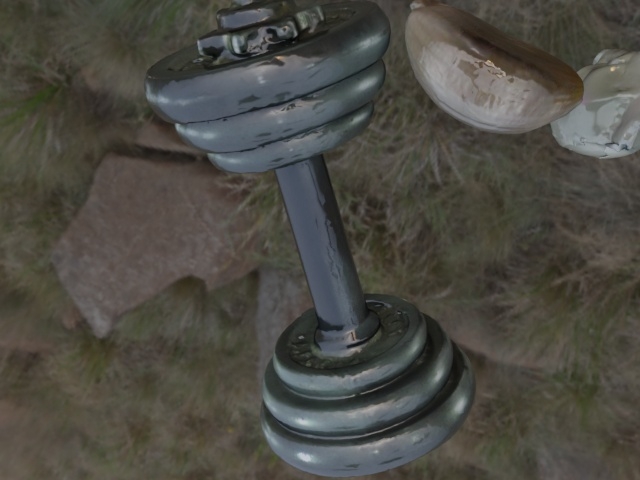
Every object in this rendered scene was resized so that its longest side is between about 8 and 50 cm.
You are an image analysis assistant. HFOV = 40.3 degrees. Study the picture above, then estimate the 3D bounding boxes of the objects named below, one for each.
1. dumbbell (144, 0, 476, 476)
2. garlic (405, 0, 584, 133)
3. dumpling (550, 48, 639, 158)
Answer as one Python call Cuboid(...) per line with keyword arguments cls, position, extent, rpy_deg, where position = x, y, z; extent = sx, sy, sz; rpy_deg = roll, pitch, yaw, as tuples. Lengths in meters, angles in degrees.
Cuboid(cls="dumbbell", position=(0.000, 0.000, 0.648), extent=(0.179, 0.179, 0.406), rpy_deg=(-1, 117, 32))
Cuboid(cls="garlic", position=(0.151, -0.166, 0.848), extent=(0.195, 0.101, 0.087), rpy_deg=(33, 134, 18))
Cuboid(cls="dumpling", position=(0.321, -0.157, 0.986), extent=(0.108, 0.127, 0.188), rpy_deg=(7, -176, -3))
